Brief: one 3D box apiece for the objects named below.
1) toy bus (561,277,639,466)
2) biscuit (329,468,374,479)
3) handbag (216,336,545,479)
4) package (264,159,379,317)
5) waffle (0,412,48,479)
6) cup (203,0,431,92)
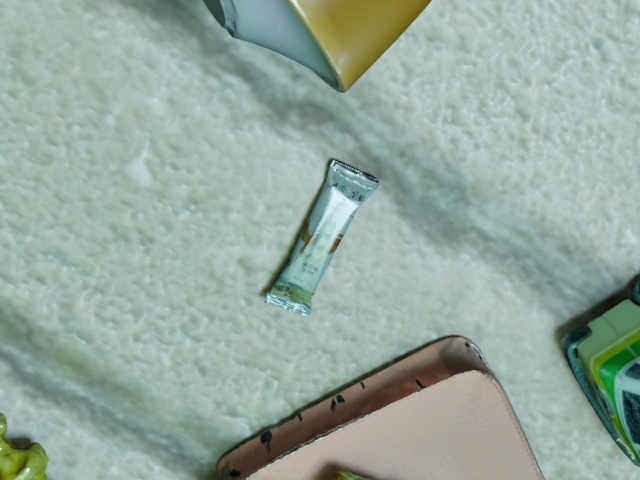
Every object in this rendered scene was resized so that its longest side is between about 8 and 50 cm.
[{"bbox_3d":[0.324,0.066,1.182,0.276,0.165,0.133,-34,114,1],"label":"toy bus"},{"bbox_3d":[0.067,0.244,1.208,0.206,0.025,0.126,29,104,-23],"label":"biscuit"},{"bbox_3d":[0.047,0.179,1.224,0.212,0.059,0.157,-27,114,1],"label":"handbag"},{"bbox_3d":[0.000,0.000,1.163,0.037,0.015,0.110,24,104,-15],"label":"package"},{"bbox_3d":[-0.288,0.223,1.168,0.249,0.056,0.253,-13,116,-8],"label":"waffle"},{"bbox_3d":[0.021,-0.239,1.004,0.264,0.182,0.226,-40,83,-3],"label":"cup"}]
